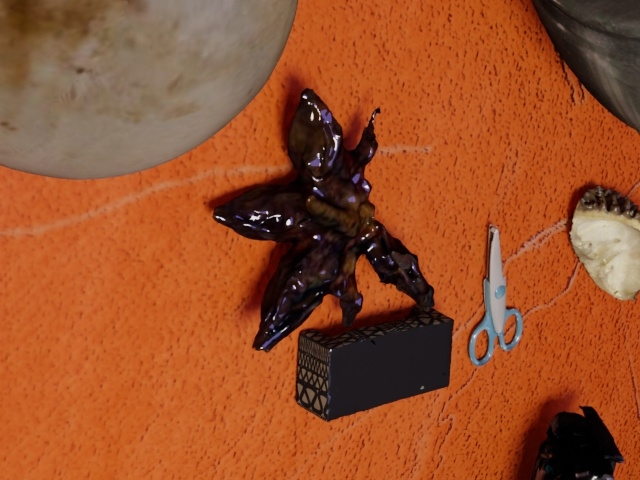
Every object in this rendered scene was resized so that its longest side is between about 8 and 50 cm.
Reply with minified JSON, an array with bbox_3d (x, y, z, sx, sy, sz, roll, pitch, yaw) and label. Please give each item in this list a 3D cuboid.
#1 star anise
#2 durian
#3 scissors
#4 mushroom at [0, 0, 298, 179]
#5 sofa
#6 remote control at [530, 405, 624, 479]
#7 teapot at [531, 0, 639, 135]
[{"bbox_3d":[-0.003,-0.001,0.896,0.157,0.053,0.212,-34,127,-24],"label":"star anise"},{"bbox_3d":[0.247,0.003,1.095,0.066,0.052,0.130,-48,130,-10],"label":"durian"},{"bbox_3d":[0.135,0.042,1.047,0.058,0.014,0.119,-25,125,-29],"label":"scissors"},{"bbox_3d":[-0.123,-0.139,0.673,0.226,0.178,0.226,-5,143,-4],"label":"mushroom"},{"bbox_3d":[0.040,0.086,0.974,0.118,0.039,0.060,-11,115,-35],"label":"sofa"},{"bbox_3d":[0.170,0.337,1.116,0.062,0.144,0.399,11,105,-5],"label":"remote control"},{"bbox_3d":[0.267,-0.202,0.966,0.239,0.322,0.239,-15,144,11],"label":"teapot"}]
